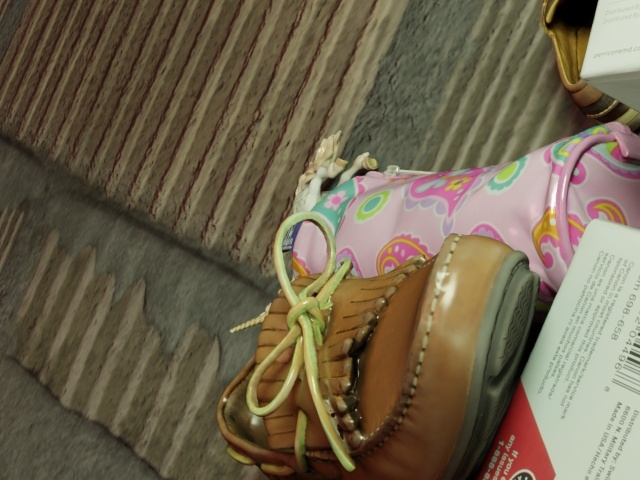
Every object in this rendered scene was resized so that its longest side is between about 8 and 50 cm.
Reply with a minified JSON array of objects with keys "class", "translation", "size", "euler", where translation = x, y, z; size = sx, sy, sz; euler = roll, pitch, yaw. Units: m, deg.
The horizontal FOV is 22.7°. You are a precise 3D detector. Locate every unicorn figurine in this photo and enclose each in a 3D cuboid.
[{"class":"unicorn figurine","translation":[0.000,0.000,1.204],"size":[0.111,0.060,0.162],"euler":[-43,23,35]}]

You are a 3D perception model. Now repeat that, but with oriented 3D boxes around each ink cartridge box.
[{"class":"ink cartridge box","translation":[0.207,0.122,0.746],"size":[0.273,0.114,0.197],"euler":[25,92,60]}]

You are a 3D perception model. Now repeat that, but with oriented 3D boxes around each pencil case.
[{"class":"pencil case","translation":[0.097,0.001,0.986],"size":[0.284,0.124,0.124],"euler":[-8,64,57]}]

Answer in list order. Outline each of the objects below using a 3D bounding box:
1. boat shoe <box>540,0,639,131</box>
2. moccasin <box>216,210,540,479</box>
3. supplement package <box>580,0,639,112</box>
[{"class":"boat shoe","translation":[0.175,-0.151,1.021],"size":[0.064,0.060,0.178],"euler":[-38,42,39]},{"class":"moccasin","translation":[0.016,0.073,0.925],"size":[0.139,0.147,0.380],"euler":[-66,7,-16]},{"class":"supplement package","translation":[0.275,-0.188,0.778],"size":[0.175,0.177,0.293],"euler":[-2,68,55]}]
